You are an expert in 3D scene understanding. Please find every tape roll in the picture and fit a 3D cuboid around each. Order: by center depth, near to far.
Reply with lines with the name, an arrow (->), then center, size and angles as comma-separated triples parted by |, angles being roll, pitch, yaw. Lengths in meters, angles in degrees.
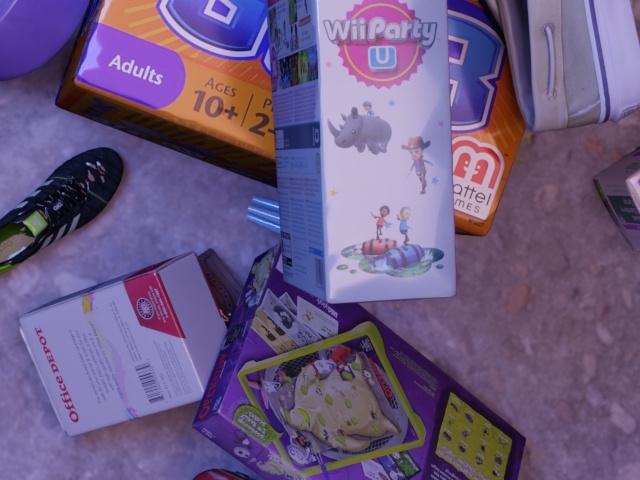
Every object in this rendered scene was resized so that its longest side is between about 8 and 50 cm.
tape roll -> -0.298, -0.246, 1.480 | 0.080, 0.189, 0.189 | 25, 85, -54

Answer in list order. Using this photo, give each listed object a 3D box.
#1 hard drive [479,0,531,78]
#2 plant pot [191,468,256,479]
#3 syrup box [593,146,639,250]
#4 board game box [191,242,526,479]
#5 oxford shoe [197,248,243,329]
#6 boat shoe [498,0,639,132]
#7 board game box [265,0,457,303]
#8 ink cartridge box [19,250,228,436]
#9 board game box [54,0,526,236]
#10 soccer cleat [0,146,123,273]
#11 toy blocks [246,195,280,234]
hard drive -> 0.187, -0.179, 1.303 | 0.094, 0.022, 0.135 | -33, 98, -10
plant pot -> -0.064, 0.320, 1.548 | 0.191, 0.191, 0.174 | 24, 84, -11
syrup box -> 0.410, -0.086, 1.679 | 0.237, 0.093, 0.096 | -32, 98, -9
board game box -> 0.048, 0.182, 1.547 | 0.347, 0.056, 0.208 | 39, 42, -22
oxford shoe -> -0.032, 0.114, 1.596 | 0.271, 0.097, 0.098 | 38, 79, -10
boat shoe -> 0.166, -0.227, 1.232 | 0.094, 0.109, 0.302 | -19, 98, -9
board game box -> 0.023, -0.116, 1.169 | 0.097, 0.224, 0.303 | -4, 94, -10
ink cartridge box -> -0.178, 0.098, 1.528 | 0.175, 0.072, 0.127 | -18, 98, 32
board game box -> -0.005, -0.231, 1.455 | 0.356, 0.356, 0.356 | 20, 88, -12
soccer cleat -> -0.259, -0.024, 1.554 | 0.179, 0.072, 0.060 | -39, 99, -8
toy blocks -> 0.000, 0.000, 1.589 | 0.148, 0.123, 0.054 | 20, 77, 1
